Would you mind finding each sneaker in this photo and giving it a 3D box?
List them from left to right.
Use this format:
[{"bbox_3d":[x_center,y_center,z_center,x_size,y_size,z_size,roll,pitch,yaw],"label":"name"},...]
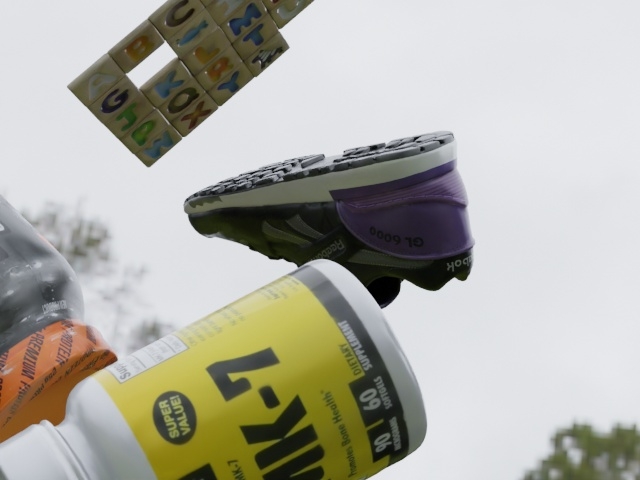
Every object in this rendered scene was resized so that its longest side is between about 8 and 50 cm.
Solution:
[{"bbox_3d":[0.000,0.000,1.383,0.107,0.124,0.283,-23,11,-39],"label":"sneaker"}]

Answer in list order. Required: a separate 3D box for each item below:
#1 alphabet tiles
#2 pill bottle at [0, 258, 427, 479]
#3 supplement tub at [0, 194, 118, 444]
[{"bbox_3d":[-0.077,-0.163,1.419,0.009,0.237,0.198,50,0,19],"label":"alphabet tiles"},{"bbox_3d":[-0.059,0.106,0.945,0.208,0.119,0.119,-28,-12,-16],"label":"pill bottle"},{"bbox_3d":[-0.323,0.028,1.347,0.338,0.207,0.207,44,-11,16],"label":"supplement tub"}]
